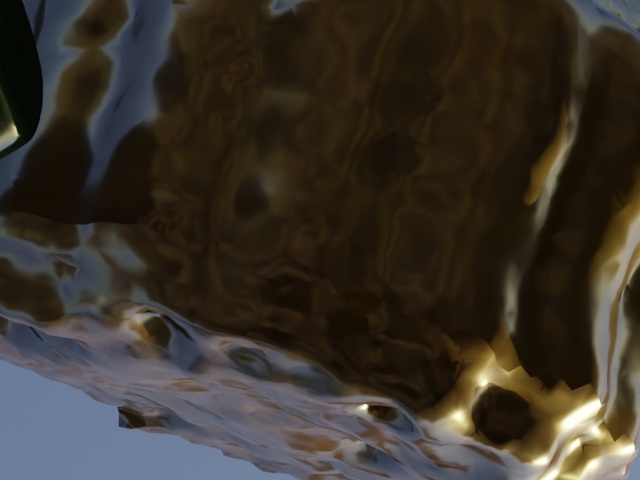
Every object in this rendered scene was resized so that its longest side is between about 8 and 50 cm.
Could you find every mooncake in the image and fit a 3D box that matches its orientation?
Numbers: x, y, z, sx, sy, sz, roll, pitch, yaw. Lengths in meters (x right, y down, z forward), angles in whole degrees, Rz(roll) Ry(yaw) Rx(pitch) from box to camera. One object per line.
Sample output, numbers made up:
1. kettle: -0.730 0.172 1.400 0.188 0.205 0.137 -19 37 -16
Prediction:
1. mooncake: -0.001 -0.001 0.783 0.324 0.324 0.187 23 -106 -22

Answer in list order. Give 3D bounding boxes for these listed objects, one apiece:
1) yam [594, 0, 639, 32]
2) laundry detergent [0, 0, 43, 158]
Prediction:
1. yam: 0.192 -0.141 1.400 0.330 0.133 0.133 19 -85 -37
2. laundry detergent: -0.209 -0.067 0.619 0.211 0.063 0.137 -9 -48 8
